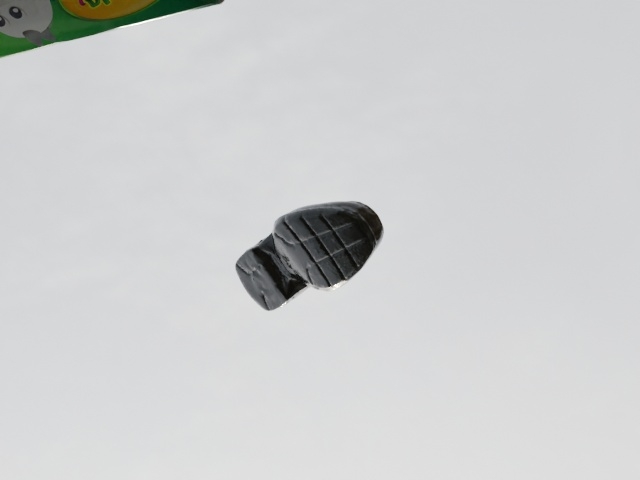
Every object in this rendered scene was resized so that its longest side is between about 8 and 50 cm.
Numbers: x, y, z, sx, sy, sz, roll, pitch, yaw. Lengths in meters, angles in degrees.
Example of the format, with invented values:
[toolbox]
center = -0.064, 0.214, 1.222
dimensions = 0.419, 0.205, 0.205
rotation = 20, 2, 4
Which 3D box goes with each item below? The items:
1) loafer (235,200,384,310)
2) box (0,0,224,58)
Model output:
[loafer]
center = 0.000, 0.000, 0.977
dimensions = 0.061, 0.170, 0.062
rotation = -35, -83, -29
[box]
center = -0.108, -0.091, 0.450
dimensions = 0.179, 0.105, 0.043
rotation = -9, -59, 17
